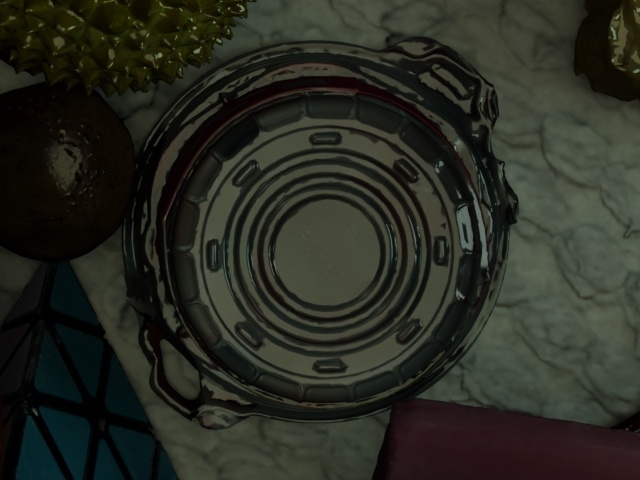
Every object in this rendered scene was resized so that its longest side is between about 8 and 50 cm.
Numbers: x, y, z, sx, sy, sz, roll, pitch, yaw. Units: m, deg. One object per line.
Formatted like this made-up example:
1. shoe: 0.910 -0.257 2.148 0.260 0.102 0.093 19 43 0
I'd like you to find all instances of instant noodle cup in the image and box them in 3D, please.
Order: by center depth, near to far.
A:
1. instant noodle cup: 0.000 0.000 0.972 0.258 0.181 0.302 29 92 -3

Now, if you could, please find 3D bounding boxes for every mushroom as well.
1. mushroom: -0.174 -0.044 1.010 0.127 0.087 0.127 6 104 27

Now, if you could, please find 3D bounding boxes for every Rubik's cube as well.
1. Rubik's cube: -0.203 0.149 0.980 0.190 0.178 0.211 -30 94 3

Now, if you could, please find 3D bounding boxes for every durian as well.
1. durian: -0.160 -0.166 0.956 0.237 0.193 0.138 26 114 14

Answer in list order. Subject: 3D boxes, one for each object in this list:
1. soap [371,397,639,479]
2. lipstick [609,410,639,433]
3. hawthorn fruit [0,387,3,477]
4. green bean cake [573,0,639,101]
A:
1. soap: 0.192 0.239 0.977 0.359 0.128 0.233 10 131 -3
2. lipstick: 0.274 0.096 1.070 0.176 0.027 0.027 -31 95 1
3. hawthorn fruit: -0.277 0.057 0.855 0.254 0.254 0.300 21 84 -4
4. green bean cake: 0.287 -0.181 0.997 0.229 0.131 0.224 13 92 -4
